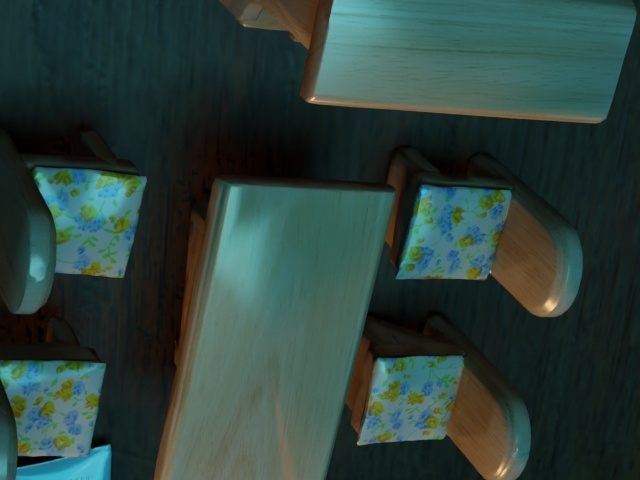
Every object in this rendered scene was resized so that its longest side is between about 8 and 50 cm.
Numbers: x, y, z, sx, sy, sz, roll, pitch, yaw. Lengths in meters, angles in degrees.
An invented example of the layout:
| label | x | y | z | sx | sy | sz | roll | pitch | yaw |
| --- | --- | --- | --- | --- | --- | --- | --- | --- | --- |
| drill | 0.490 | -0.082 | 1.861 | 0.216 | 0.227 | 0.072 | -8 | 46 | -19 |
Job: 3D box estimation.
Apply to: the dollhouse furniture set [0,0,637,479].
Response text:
| label | x | y | z | sx | sy | sz | roll | pitch | yaw |
| --- | --- | --- | --- | --- | --- | --- | --- | --- | --- |
| dollhouse furniture set | 0.000 | 0.000 | 0.961 | 0.362 | 0.256 | 0.394 | 2 | 115 | -25 |

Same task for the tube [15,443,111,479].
| label | x | y | z | sx | sy | sz | roll | pitch | yaw |
| --- | --- | --- | --- | --- | --- | --- | --- | --- | --- |
| tube | -0.180 | 0.243 | 1.167 | 0.080 | 0.052 | 0.207 | -13 | 116 | -21 |
